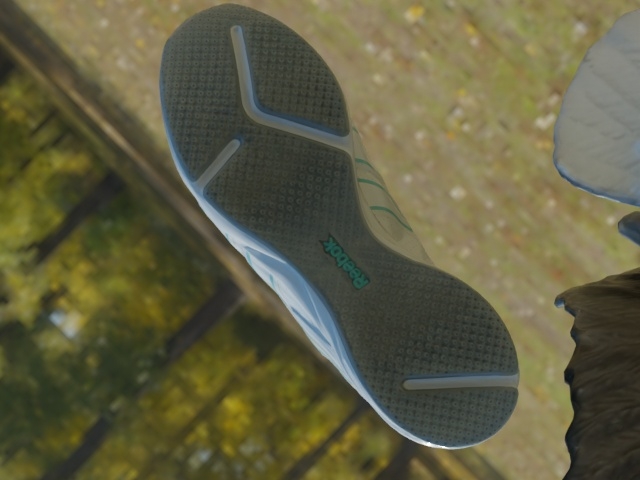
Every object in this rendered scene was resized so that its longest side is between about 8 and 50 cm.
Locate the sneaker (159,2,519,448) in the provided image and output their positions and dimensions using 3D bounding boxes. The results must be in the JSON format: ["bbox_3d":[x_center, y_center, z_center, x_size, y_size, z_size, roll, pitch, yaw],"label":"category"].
[{"bbox_3d":[0.000,0.000,0.526,0.152,0.053,0.061,57,171,10],"label":"sneaker"}]

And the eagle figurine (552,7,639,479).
[{"bbox_3d":[0.180,0.029,0.510,0.225,0.226,0.298,9,177,2],"label":"eagle figurine"}]
